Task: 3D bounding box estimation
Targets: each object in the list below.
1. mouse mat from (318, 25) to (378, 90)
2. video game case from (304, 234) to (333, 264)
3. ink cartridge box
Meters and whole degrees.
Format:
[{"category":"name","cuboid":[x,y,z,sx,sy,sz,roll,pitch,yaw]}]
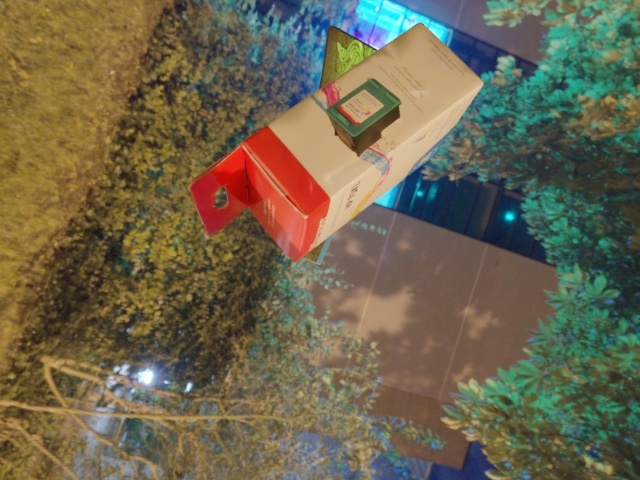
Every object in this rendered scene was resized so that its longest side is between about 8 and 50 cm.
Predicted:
[{"category":"mouse mat","cuboid":[0.069,-0.280,0.897,0.007,0.153,0.189,-56,173,-22]},{"category":"video game case","cuboid":[0.000,0.000,1.320,0.119,0.015,0.166,-67,-168,-2]},{"category":"ink cartridge box","cuboid":[0.011,-0.064,0.431,0.231,0.078,0.134,-38,170,-14]}]
